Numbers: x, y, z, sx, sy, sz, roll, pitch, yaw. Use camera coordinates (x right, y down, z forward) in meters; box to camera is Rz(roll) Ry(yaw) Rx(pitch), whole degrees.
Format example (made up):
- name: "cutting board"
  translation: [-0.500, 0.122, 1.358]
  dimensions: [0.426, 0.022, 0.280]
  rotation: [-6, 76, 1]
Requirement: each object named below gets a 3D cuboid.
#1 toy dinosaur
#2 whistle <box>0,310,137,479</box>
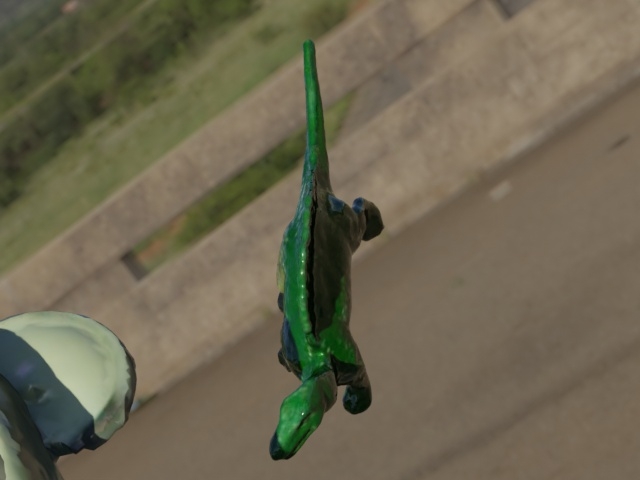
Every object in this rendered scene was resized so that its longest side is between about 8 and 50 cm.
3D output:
- name: "toy dinosaur"
  translation: [0.000, 0.001, 0.460]
  dimensions: [0.029, 0.119, 0.060]
  rotation: [3, -12, 7]
- name: "whistle"
  translation: [-0.065, 0.105, 0.307]
  dimensions: [0.114, 0.077, 0.235]
  rotation: [-16, 46, -10]
